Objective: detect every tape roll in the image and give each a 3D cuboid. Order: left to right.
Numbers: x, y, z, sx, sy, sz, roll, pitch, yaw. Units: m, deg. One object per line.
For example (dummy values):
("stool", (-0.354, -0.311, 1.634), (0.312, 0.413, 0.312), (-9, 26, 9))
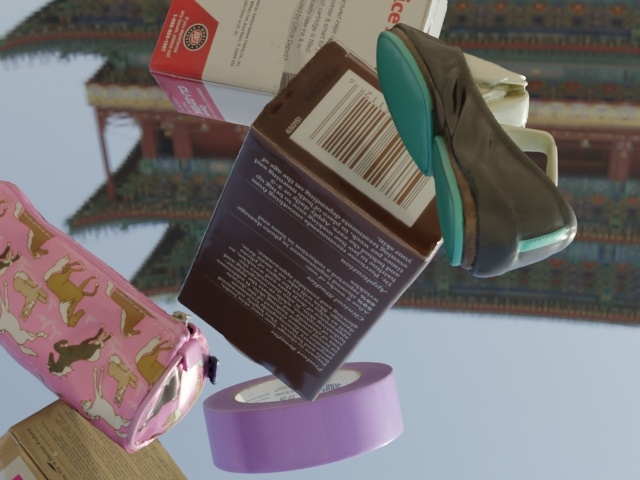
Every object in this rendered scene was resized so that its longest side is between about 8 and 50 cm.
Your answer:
("tape roll", (-0.025, 0.246, 1.594), (0.274, 0.090, 0.275), (-11, -176, 1))

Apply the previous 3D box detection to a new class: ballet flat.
("ballet flat", (0.111, -0.070, 0.807), (0.096, 0.095, 0.280), (-6, -140, -6))

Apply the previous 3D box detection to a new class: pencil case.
("pencil case", (-0.307, 0.081, 1.354), (0.386, 0.160, 0.167), (34, -116, 20))

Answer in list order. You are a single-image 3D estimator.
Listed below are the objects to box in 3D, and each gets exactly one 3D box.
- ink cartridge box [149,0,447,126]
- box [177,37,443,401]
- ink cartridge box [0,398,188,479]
("ink cartridge box", (-0.016, -0.221, 1.208), (0.273, 0.114, 0.197), (13, -106, 14))
("box", (0.000, 0.000, 1.103), (0.191, 0.381, 0.143), (37, -122, 2))
("ink cartridge box", (-0.273, 0.304, 1.385), (0.235, 0.088, 0.193), (53, -149, 5))
